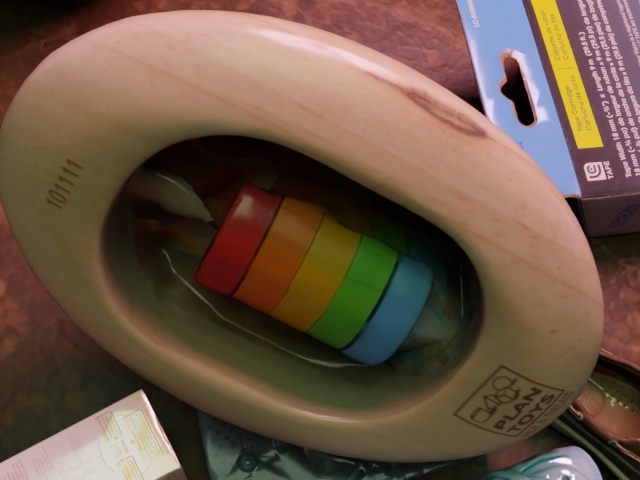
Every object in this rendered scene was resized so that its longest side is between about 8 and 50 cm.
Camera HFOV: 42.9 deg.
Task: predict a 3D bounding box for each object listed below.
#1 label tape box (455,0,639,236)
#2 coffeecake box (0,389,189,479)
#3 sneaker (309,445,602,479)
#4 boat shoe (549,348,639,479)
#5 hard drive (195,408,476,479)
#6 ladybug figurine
[{"bbox_3d":[0.308,-0.136,0.824,0.334,0.106,0.240,-6,66,-6],"label":"label tape box"},{"bbox_3d":[-0.196,0.201,0.612,0.185,0.142,0.068,-27,70,-15],"label":"coffeecake box"},{"bbox_3d":[0.145,0.227,0.641,0.366,0.135,0.150,20,62,-7],"label":"sneaker"},{"bbox_3d":[0.284,0.164,0.690,0.257,0.095,0.095,28,66,8],"label":"boat shoe"},{"bbox_3d":[0.020,0.133,0.708,0.255,0.054,0.172,-12,67,-10],"label":"hard drive"},{"bbox_3d":[0.000,0.000,0.596,0.449,0.305,0.162,30,28,-12],"label":"ladybug figurine"}]
